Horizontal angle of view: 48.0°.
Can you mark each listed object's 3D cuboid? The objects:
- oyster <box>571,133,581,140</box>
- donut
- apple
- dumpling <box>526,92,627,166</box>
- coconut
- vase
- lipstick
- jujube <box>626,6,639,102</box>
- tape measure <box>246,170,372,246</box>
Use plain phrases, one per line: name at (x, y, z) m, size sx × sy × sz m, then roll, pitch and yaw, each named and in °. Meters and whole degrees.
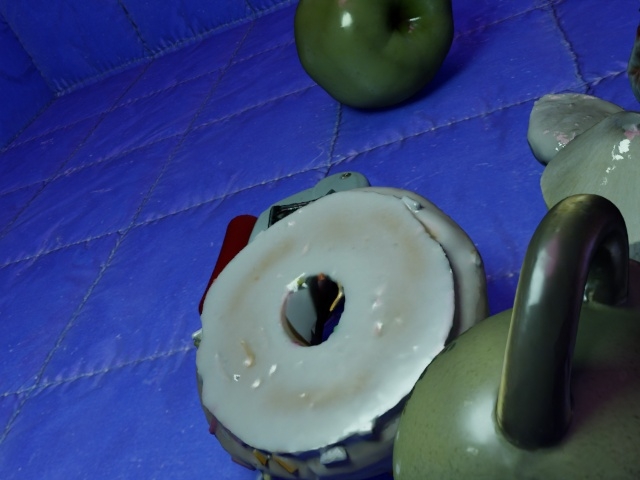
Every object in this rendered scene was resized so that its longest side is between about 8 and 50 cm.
oyster at (0.458, -0.100, 0.928) m, size 0.252 × 0.087 × 0.199 m, roll 0°, pitch 23°, yaw 1°
donut at (0.024, 0.110, 0.849) m, size 0.382 × 0.142 × 0.383 m, roll -19°, pitch 46°, yaw 21°
apple at (0.107, -0.466, 1.564) m, size 0.357 × 0.357 × 0.357 m, roll -19°, pitch 30°, yaw 12°
dumpling at (0.395, -0.157, 1.087) m, size 0.150 × 0.092 × 0.176 m, roll -20°, pitch 31°, yaw 17°
coconut at (0.356, -0.047, 0.813) m, size 0.202 × 0.222 × 0.202 m, roll -16°, pitch 36°, yaw 12°
vase at (0.202, 0.109, 0.581) m, size 0.241 × 0.329 × 0.302 m, roll 15°, pitch 48°, yaw 32°
lipstick at (-0.141, 0.048, 1.199) m, size 0.080 × 0.080 × 0.241 m, roll -17°, pitch 31°, yaw 16°
jujube at (0.538, -0.212, 0.861) m, size 0.317 × 0.226 × 0.226 m, roll 18°, pitch 38°, yaw 0°
tape measure at (0.001, 0.000, 1.117) m, size 0.246 × 0.125 × 0.243 m, roll -20°, pitch 30°, yaw 9°
